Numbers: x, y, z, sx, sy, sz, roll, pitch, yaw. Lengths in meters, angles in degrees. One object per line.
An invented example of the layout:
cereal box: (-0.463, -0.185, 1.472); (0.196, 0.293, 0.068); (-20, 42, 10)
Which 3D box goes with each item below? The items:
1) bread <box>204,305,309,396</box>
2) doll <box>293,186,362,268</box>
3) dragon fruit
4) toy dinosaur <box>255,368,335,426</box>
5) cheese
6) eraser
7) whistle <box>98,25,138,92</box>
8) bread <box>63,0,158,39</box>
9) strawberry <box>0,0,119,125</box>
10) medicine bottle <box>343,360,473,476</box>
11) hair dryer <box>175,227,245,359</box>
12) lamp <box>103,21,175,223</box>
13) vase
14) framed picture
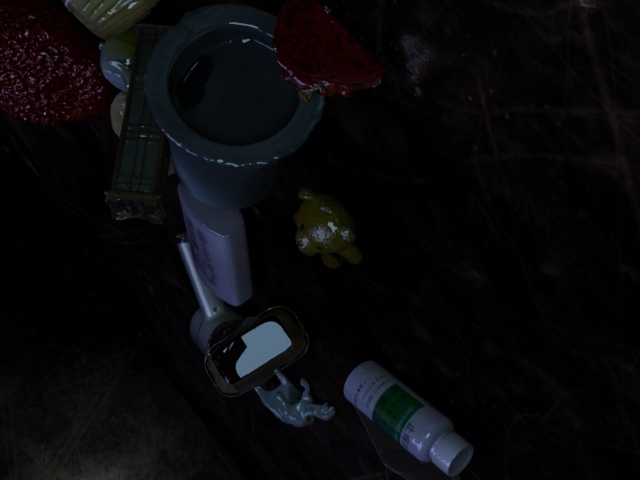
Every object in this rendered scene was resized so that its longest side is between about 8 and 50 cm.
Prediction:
bread: (-0.139, 0.231, 1.920); (0.142, 0.224, 0.212); (57, 178, 7)
doll: (0.000, 0.000, 1.471); (0.137, 0.097, 0.209); (40, 160, 15)
dragon fruit: (-0.009, -0.226, 1.145); (0.162, 0.106, 0.083); (48, 158, 5)
toy dinosaur: (-0.105, 0.381, 2.225); (0.205, 0.092, 0.393); (49, 149, -6)
cheese: (-0.344, -0.217, 1.808); (0.167, 0.094, 0.123); (43, 157, 23)
eraser: (-0.216, 0.004, 1.887); (0.174, 0.095, 0.270); (45, 155, 26)
whistle: (-0.299, -0.315, 1.602); (0.223, 0.123, 0.123); (23, 148, 15)
bread: (-0.395, -0.513, 1.414); (0.388, 0.183, 0.236); (56, 174, -23)
strawberry: (-0.579, -0.365, 1.877); (0.257, 0.261, 0.261); (47, 157, 32)
medicine bottle: (0.158, 0.321, 1.628); (0.260, 0.095, 0.095); (33, 150, 36)
hair dryer: (-0.266, 0.119, 2.119); (0.203, 0.128, 0.362); (24, 134, 69)
lamp: (-0.277, -0.193, 1.456); (0.090, 0.325, 0.089); (4, 159, -1)
vase: (-0.124, -0.168, 1.322); (0.245, 0.245, 0.291); (49, 165, 9)
framed picture: (0.187, 0.440, 1.841); (0.289, 0.016, 0.213); (17, 139, 54)
